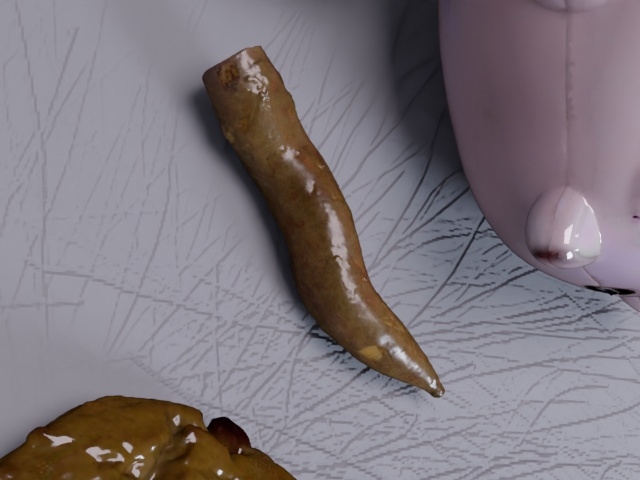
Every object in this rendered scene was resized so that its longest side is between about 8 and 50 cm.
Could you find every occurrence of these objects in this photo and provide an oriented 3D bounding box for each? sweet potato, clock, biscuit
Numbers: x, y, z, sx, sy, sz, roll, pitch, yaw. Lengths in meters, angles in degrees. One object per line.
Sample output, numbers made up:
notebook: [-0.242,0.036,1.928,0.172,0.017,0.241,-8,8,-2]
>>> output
sweet potato: [0.000,0.000,1.009,0.281,0.059,0.067,64,15,-3]
clock: [0.228,-0.147,1.093,0.368,0.250,0.377,22,78,-58]
biscuit: [-0.095,0.232,0.838,0.296,0.075,0.296,14,66,-34]
